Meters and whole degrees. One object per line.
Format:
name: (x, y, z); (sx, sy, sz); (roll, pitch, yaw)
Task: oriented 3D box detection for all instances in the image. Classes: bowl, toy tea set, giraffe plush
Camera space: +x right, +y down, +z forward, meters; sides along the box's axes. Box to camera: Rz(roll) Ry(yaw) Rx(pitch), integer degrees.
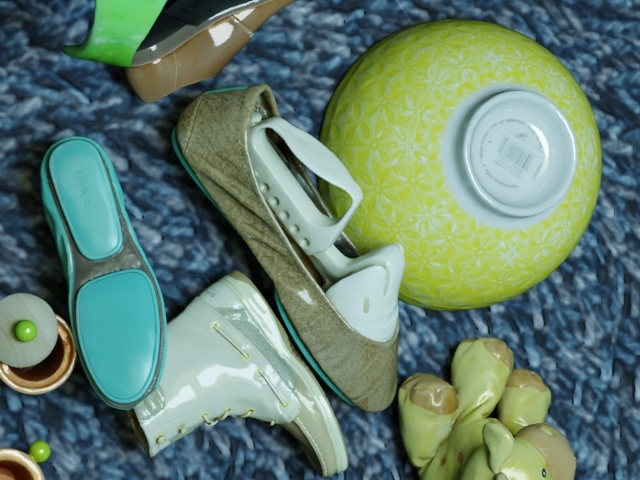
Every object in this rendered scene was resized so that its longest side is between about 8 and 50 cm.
bowl: (0.157, -0.075, 1.611); (0.289, 0.156, 0.289); (0, 89, -20)
toy tea set: (-0.315, 0.202, 1.452); (0.200, 0.124, 0.336); (15, 84, -18)
giraffe plush: (0.161, 0.206, 1.586); (0.181, 0.170, 0.210); (46, 76, -19)

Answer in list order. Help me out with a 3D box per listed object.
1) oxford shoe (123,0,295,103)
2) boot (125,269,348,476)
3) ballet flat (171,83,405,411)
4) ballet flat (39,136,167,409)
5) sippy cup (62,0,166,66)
oxford shoe: (-0.094, -0.196, 1.584); (0.212, 0.076, 0.076); (-31, 128, -20)
boot: (-0.086, 0.156, 1.560); (0.165, 0.077, 0.213); (-33, 94, -18)
ballet flat: (0.000, 0.000, 1.562); (0.342, 0.124, 0.116); (58, 33, -6)
ballet flat: (-0.189, 0.029, 1.517); (0.083, 0.087, 0.247); (-15, 83, -6)
sippy cup: (-0.166, -0.320, 1.469); (0.240, 0.224, 0.305); (46, 75, -13)
